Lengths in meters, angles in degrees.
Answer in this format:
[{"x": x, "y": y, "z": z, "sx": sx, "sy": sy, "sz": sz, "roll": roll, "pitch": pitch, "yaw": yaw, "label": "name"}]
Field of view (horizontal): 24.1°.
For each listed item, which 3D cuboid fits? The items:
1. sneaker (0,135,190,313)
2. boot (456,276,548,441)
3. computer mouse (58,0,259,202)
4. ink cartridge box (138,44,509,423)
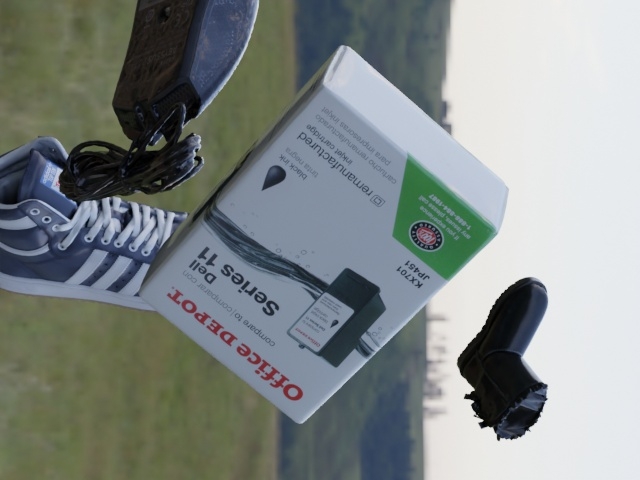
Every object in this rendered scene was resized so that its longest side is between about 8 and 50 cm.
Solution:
[{"x": -0.197, "y": -0.016, "z": 1.426, "sx": 0.153, "sy": 0.282, "sz": 0.099, "roll": 87, "pitch": 7, "yaw": -49, "label": "sneaker"}, {"x": 0.168, "y": 0.103, "z": 1.281, "sx": 0.121, "sy": 0.045, "sz": 0.099, "roll": -54, "pitch": -150, "yaw": 19, "label": "boot"}, {"x": -0.115, "y": -0.150, "z": 1.259, "sx": 0.188, "sy": 0.072, "sz": 0.272, "roll": -5, "pitch": -116, "yaw": 50, "label": "computer mouse"}, {"x": 0.000, "y": 0.000, "z": 1.011, "sx": 0.208, "sy": 0.153, "sz": 0.087, "roll": -47, "pitch": -171, "yaw": 26, "label": "ink cartridge box"}]
